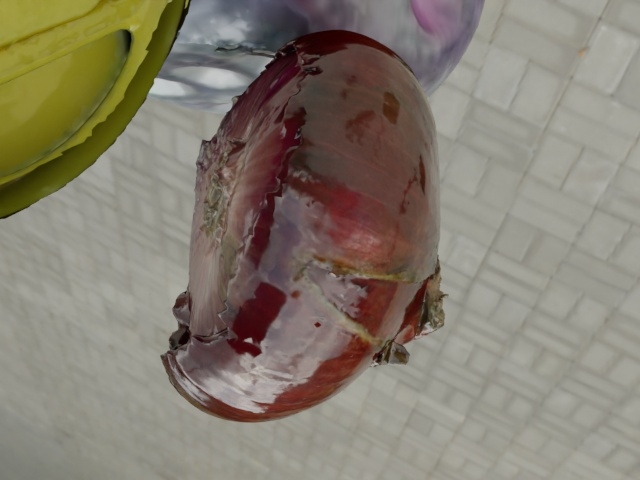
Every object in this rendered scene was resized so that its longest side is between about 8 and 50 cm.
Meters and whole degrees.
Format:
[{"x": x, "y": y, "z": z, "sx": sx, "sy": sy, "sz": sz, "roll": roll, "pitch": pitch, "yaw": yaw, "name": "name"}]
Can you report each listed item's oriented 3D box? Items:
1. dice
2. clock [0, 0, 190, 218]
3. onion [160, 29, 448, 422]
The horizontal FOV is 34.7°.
[{"x": -0.039, "y": -0.249, "z": 0.825, "sx": 0.270, "sy": 0.271, "sz": 0.270, "roll": 9, "pitch": 174, "yaw": -44, "name": "dice"}, {"x": -0.174, "y": -0.143, "z": 0.429, "sx": 0.071, "sy": 0.293, "sz": 0.277, "roll": 15, "pitch": 119, "yaw": 37, "name": "clock"}, {"x": -0.010, "y": -0.005, "z": 0.630, "sx": 0.161, "sy": 0.248, "sz": 0.248, "roll": 23, "pitch": 159, "yaw": -33, "name": "onion"}]
